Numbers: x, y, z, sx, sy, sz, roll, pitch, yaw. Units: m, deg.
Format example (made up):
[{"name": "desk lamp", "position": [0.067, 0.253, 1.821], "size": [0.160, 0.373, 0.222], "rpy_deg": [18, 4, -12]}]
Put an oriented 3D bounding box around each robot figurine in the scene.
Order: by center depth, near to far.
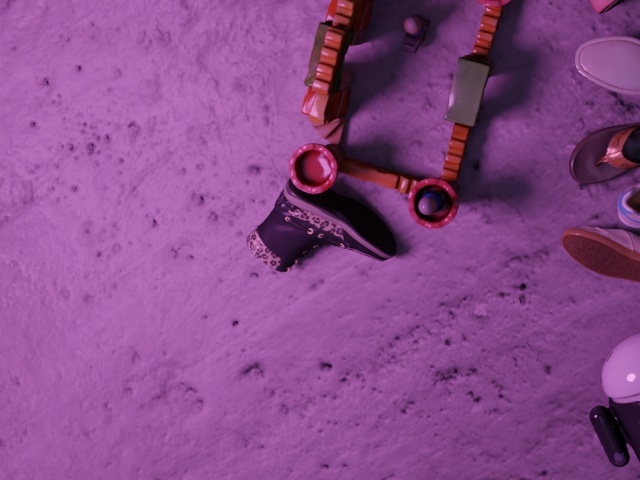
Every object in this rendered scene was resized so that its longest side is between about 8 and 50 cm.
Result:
[{"name": "robot figurine", "position": [0.585, 0.285, 1.885], "size": [0.173, 0.209, 0.278], "rpy_deg": [-24, 96, 54]}]

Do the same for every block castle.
[{"name": "block castle", "position": [0.135, -0.274, 1.859], "size": [0.303, 0.213, 0.453], "rpy_deg": [17, 105, 10]}]

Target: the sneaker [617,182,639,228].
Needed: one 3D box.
[{"name": "sneaker", "position": [0.604, -0.063, 1.841], "size": [0.228, 0.092, 0.087], "rpy_deg": [-9, 80, 14]}]

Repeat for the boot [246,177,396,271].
[{"name": "boot", "position": [-0.001, -0.002, 2.019], "size": [0.236, 0.085, 0.178], "rpy_deg": [30, 129, -17]}]

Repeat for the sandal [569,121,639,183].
[{"name": "sandal", "position": [0.521, -0.149, 1.868], "size": [0.219, 0.060, 0.090], "rpy_deg": [-10, 98, 15]}]

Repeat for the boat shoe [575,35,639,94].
[{"name": "boat shoe", "position": [0.543, -0.284, 1.827], "size": [0.254, 0.079, 0.095], "rpy_deg": [3, 100, 11]}]

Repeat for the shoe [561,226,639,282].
[{"name": "shoe", "position": [0.518, 0.025, 1.912], "size": [0.219, 0.058, 0.077], "rpy_deg": [22, 136, 13]}]

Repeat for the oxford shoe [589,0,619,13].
[{"name": "oxford shoe", "position": [0.551, -0.533, 1.747], "size": [0.397, 0.140, 0.146], "rpy_deg": [-39, 85, 17]}]
